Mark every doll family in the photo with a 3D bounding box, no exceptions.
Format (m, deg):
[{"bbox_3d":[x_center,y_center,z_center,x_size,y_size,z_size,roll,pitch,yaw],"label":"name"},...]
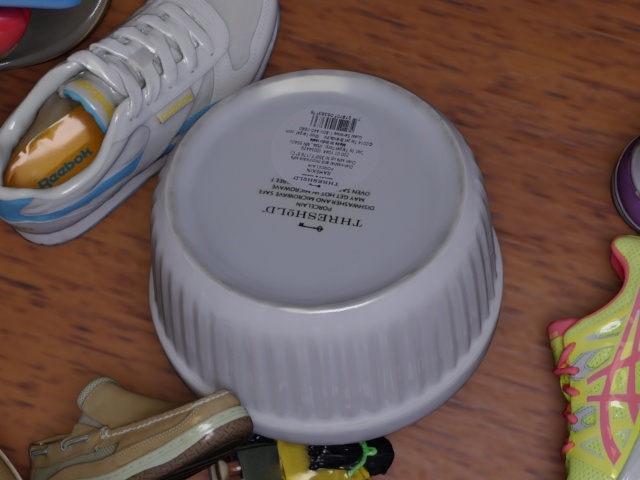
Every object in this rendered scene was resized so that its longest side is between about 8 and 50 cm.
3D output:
[{"bbox_3d":[0.005,0.161,0.848,0.111,0.076,0.193,-10,66,-13],"label":"doll family"}]

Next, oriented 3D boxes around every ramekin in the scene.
[{"bbox_3d":[0.000,0.000,0.837,0.207,0.109,0.207,-3,55,4],"label":"ramekin"}]

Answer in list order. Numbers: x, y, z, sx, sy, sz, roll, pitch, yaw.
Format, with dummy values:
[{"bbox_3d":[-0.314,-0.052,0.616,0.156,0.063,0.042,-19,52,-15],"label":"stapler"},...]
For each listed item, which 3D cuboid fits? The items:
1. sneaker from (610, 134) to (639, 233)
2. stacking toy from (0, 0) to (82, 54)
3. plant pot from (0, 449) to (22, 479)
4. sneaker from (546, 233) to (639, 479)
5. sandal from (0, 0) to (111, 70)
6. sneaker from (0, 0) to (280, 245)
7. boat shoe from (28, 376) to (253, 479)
[{"bbox_3d":[0.318,-0.049,0.847,0.282,0.161,0.102,-10,80,-1],"label":"sneaker"},{"bbox_3d":[-0.276,-0.057,0.867,0.166,0.175,0.302,33,114,30],"label":"stacking toy"},{"bbox_3d":[-0.266,0.205,0.879,0.236,0.032,0.236,-1,84,10],"label":"plant pot"},{"bbox_3d":[0.169,0.089,0.878,0.094,0.081,0.208,26,77,13],"label":"sneaker"},{"bbox_3d":[-0.213,-0.141,0.934,0.180,0.049,0.072,-18,81,-1],"label":"sandal"},{"bbox_3d":[-0.110,-0.091,0.902,0.087,0.092,0.229,41,84,9],"label":"sneaker"},{"bbox_3d":[-0.114,0.111,0.840,0.190,0.068,0.072,-30,75,39],"label":"boat shoe"}]
